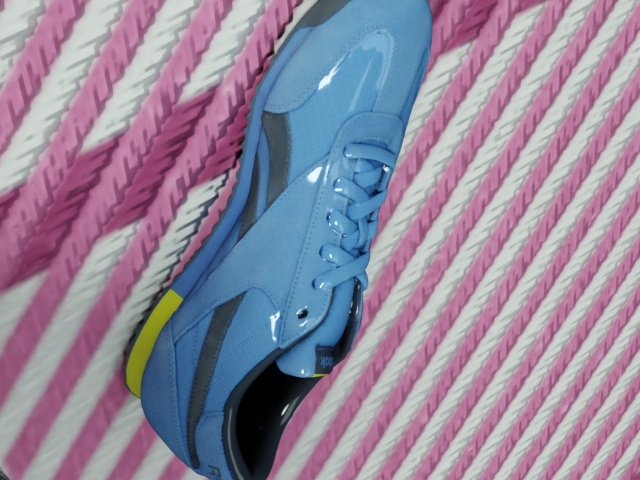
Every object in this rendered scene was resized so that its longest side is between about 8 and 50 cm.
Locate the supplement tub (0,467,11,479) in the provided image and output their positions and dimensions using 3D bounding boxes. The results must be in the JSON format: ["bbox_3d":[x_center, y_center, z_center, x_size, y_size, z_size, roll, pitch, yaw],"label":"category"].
[{"bbox_3d":[-0.151,0.130,0.415,0.191,0.272,0.191,-25,136,-27],"label":"supplement tub"}]

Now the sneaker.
[{"bbox_3d":[0.000,0.000,0.612,0.069,0.082,0.209,13,110,-47],"label":"sneaker"}]
